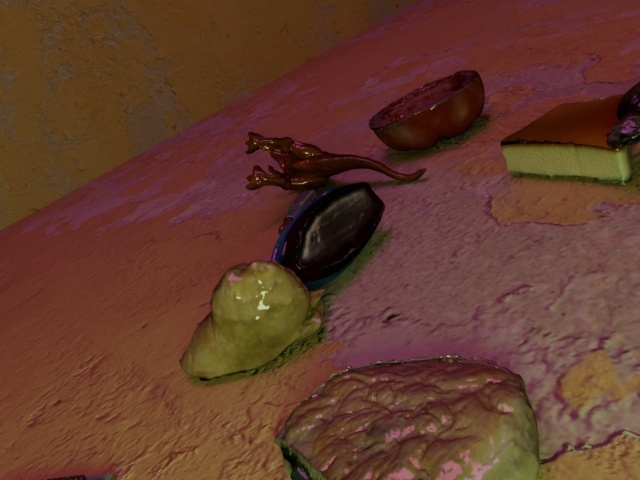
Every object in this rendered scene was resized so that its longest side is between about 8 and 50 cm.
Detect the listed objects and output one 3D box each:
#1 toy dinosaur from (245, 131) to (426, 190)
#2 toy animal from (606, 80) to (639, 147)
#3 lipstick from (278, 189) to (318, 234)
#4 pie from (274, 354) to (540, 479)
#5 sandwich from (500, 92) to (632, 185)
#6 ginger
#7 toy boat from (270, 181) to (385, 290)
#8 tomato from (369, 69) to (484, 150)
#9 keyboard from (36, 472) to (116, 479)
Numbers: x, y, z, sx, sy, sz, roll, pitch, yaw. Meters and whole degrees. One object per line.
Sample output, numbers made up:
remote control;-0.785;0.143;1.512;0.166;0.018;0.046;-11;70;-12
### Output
toy dinosaur;-0.028;-0.129;1.187;0.208;0.097;0.432;3;11;-30
toy animal;0.406;-0.161;0.725;0.179;0.089;0.188;-40;15;-28
lipstick;-0.040;-0.041;1.111;0.030;0.030;0.129;-12;24;29
pie;0.071;0.144;0.514;0.185;0.052;0.218;-34;21;-19
sandwich;0.357;-0.138;0.870;0.162;0.058;0.193;-32;23;-20
ginger;-0.099;0.087;0.761;0.193;0.123;0.115;-27;33;13
toy boat;0.000;0.000;0.884;0.223;0.100;0.097;-43;1;-42
tomato;0.196;-0.225;1.220;0.224;0.085;0.225;-25;21;10
keyboard;-0.280;0.259;0.672;0.165;0.017;0.055;-15;23;24
